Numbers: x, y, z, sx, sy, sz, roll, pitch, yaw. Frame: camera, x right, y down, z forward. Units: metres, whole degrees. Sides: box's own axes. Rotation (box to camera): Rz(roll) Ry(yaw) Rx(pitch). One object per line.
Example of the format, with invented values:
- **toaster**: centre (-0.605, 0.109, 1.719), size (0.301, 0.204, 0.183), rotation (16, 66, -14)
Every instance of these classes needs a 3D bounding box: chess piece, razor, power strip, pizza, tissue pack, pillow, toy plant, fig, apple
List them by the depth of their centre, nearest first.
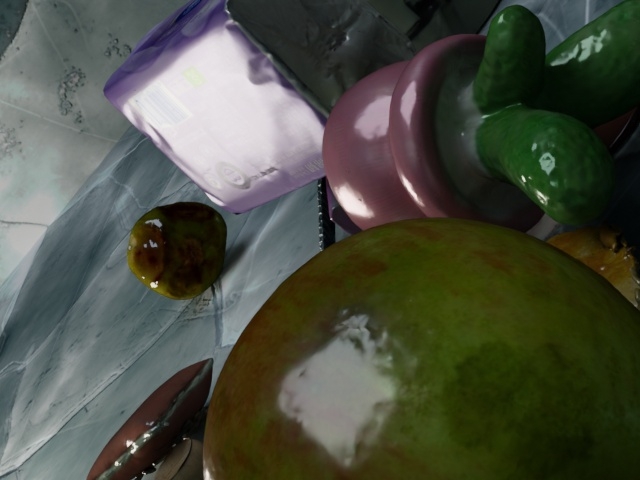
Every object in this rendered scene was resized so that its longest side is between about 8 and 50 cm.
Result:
- **apple**: centre (0.096, 0.152, 1.114), size (0.339, 0.339, 0.339), rotation (-45, 19, 20)
- **pizza**: centre (0.203, 0.057, 1.456), size (0.189, 0.071, 0.297), rotation (-42, 15, -33)
- **toy plant**: centre (0.183, -0.124, 1.612), size (0.356, 0.210, 0.317), rotation (-21, 25, 51)
- **tissue pack**: centre (-0.067, -0.186, 1.914), size (0.338, 0.242, 0.160), rotation (-21, 31, 56)
- **chess piece**: centre (-0.166, 0.278, 1.983), size (0.083, 0.038, 0.083), rotation (-47, 18, 21)
- **razor**: centre (0.005, 0.001, 2.011), size (0.066, 0.033, 0.190), rotation (168, 107, -64)
- **pillow**: centre (-0.208, 0.242, 2.070), size (0.179, 0.075, 0.171), rotation (-47, -1, 36)
- **power strip**: centre (0.115, -0.350, 2.312), size (0.357, 0.161, 0.357), rotation (-44, 20, 21)
- **fig**: centre (-0.214, 0.019, 2.434), size (0.165, 0.144, 0.154), rotation (117, 168, -66)

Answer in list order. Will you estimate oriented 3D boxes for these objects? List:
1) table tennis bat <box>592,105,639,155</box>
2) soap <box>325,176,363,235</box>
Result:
- **table tennis bat**: centre (0.278, -0.147, 1.747), size (0.154, 0.021, 0.274), rotation (-44, 21, 26)
- **soap**: centre (0.065, -0.056, 1.926), size (0.065, 0.122, 0.203), rotation (-45, 18, 18)
